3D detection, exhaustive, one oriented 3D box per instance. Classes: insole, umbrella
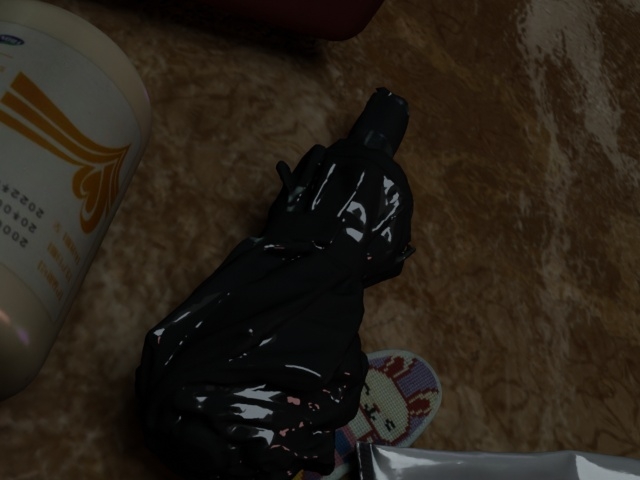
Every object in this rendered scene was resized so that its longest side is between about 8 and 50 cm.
[{"bbox_3d":[0.009,0.111,0.471,0.197,0.004,0.065,-20,74,-43],"label":"insole"},{"bbox_3d":[0.000,0.000,0.481,0.118,0.118,0.340,37,40,-10],"label":"umbrella"}]

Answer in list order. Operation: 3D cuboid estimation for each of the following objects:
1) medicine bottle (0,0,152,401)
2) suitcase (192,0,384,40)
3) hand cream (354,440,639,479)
[{"bbox_3d":[-0.160,0.011,0.336,0.114,0.114,0.252,29,49,-18],"label":"medicine bottle"},{"bbox_3d":[-0.059,-0.276,0.525,0.297,0.236,0.161,7,46,-33],"label":"suitcase"},{"bbox_3d":[0.167,0.188,0.504,0.335,0.076,0.121,7,58,-26],"label":"hand cream"}]
